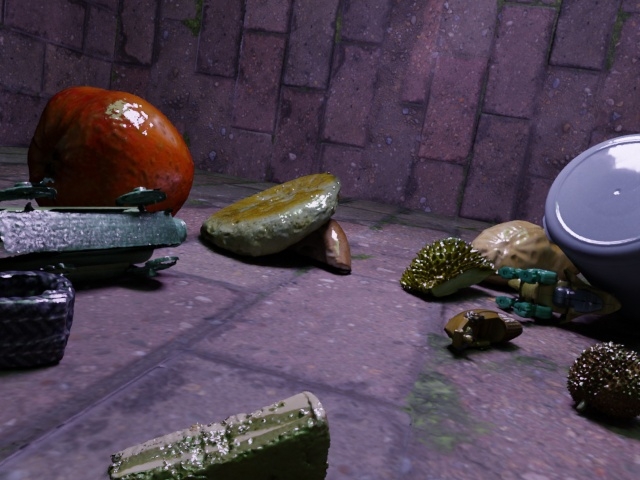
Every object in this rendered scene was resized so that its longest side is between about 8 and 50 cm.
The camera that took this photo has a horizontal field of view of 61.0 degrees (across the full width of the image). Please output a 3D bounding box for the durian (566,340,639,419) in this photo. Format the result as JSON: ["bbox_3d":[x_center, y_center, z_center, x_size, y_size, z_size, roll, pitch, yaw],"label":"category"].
[{"bbox_3d":[0.297,0.148,0.558,0.091,0.080,0.080,-38,29,-16],"label":"durian"}]

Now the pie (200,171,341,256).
[{"bbox_3d":[-0.091,-0.057,1.099,0.323,0.071,0.323,-18,19,7],"label":"pie"}]

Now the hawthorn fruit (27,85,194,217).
[{"bbox_3d":[-0.360,-0.123,0.957,0.275,0.276,0.299,13,-8,20],"label":"hawthorn fruit"}]

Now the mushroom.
[{"bbox_3d":[0.002,0.000,1.078,0.072,0.094,0.209,-1,10,-35],"label":"mushroom"}]

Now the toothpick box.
[{"bbox_3d":[0.565,0.021,0.926,0.354,0.263,0.263,37,-9,-37],"label":"toothpick box"}]

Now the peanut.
[{"bbox_3d":[0.450,0.031,1.153,0.305,0.147,0.147,5,11,-26],"label":"peanut"}]

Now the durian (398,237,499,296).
[{"bbox_3d":[0.235,0.040,0.998,0.220,0.096,0.137,-2,11,-38],"label":"durian"}]

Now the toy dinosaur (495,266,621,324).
[{"bbox_3d":[0.373,0.086,0.942,0.153,0.094,0.259,9,1,-17],"label":"toy dinosaur"}]

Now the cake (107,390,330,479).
[{"bbox_3d":[-0.062,0.144,0.354,0.140,0.055,0.051,-12,17,-15],"label":"cake"}]

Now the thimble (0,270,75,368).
[{"bbox_3d":[-0.275,0.066,0.480,0.104,0.066,0.095,6,13,-16],"label":"thimble"}]

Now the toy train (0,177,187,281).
[{"bbox_3d":[-0.323,0.008,0.708,0.189,0.127,0.307,-23,-9,32],"label":"toy train"}]

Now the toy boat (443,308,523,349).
[{"bbox_3d":[0.212,0.116,0.710,0.149,0.047,0.049,1,13,-43],"label":"toy boat"}]
